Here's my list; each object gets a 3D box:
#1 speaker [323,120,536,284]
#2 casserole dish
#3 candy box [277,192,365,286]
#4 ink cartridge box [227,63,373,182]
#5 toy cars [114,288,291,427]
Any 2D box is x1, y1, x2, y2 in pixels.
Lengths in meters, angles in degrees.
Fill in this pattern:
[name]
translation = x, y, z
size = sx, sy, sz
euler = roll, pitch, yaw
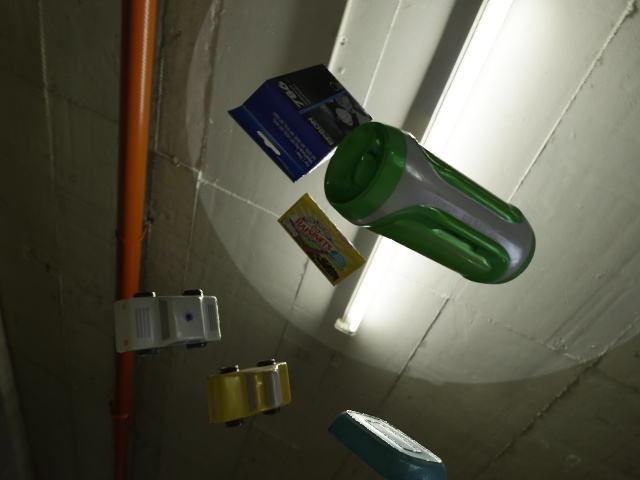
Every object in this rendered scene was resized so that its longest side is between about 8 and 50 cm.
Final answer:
[speaker]
translation = 0.150, -0.037, 0.614
size = 0.296, 0.131, 0.131
euler = 24, -45, -33
[casserole dish]
translation = 0.090, 0.278, 0.640
size = 0.114, 0.037, 0.188
euler = 26, -8, -30
[candy box]
translation = 0.000, 0.000, 1.086
size = 0.206, 0.027, 0.105
euler = 49, -56, 0
[ink cartridge box]
translation = -0.018, -0.233, 0.889
size = 0.165, 0.333, 0.065
euler = 47, -55, -5
[toy cars]
translation = -0.169, 0.200, 0.819
size = 0.087, 0.176, 0.394
euler = -18, -56, 36
